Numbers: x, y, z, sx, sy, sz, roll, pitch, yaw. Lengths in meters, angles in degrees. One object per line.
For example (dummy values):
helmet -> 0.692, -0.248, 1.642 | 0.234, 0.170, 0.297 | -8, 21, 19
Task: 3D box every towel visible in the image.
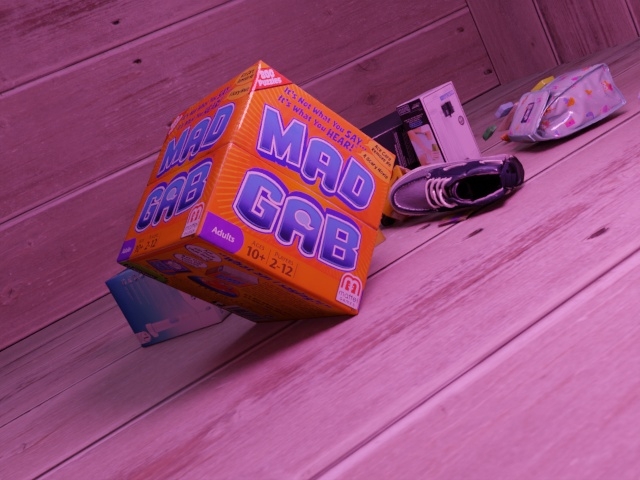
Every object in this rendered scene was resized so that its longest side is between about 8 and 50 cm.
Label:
towel -> 0.319, -0.054, 1.462 | 0.083, 0.009, 0.060 | -16, 14, 42

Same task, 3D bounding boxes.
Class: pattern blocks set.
pattern blocks set -> 0.664, -0.410, 1.979 | 0.325, 0.026, 0.285 | -26, -21, -14

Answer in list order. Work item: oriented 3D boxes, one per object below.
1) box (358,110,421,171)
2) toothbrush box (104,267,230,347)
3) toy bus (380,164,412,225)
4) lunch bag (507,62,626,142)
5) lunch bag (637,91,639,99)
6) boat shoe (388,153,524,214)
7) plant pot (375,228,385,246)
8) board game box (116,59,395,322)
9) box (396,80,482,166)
box -> 0.226, -0.225, 1.790 | 0.184, 0.261, 0.103 | -29, 33, -13
toothbrush box -> -0.396, 0.138, 1.676 | 0.296, 0.216, 0.126 | -21, 12, 29
toy bus -> 0.204, -0.101, 1.690 | 0.191, 0.202, 0.104 | -18, 42, 6
lunch bag -> 0.668, -0.367, 1.753 | 0.262, 0.160, 0.223 | -33, 9, 1
lunch bag -> 0.908, -0.411, 1.673 | 0.083, 0.053, 0.071 | -37, 10, -6
boat shoe -> 0.297, -0.126, 1.479 | 0.341, 0.127, 0.158 | -15, 6, 31
plant pot -> 0.000, -0.029, 1.620 | 0.212, 0.187, 0.212 | -33, 12, -29
board game box -> -0.126, -0.065, 1.259 | 0.356, 0.357, 0.356 | -13, 55, 51
box -> 0.333, -0.260, 1.667 | 0.087, 0.289, 0.169 | -13, 15, 47
